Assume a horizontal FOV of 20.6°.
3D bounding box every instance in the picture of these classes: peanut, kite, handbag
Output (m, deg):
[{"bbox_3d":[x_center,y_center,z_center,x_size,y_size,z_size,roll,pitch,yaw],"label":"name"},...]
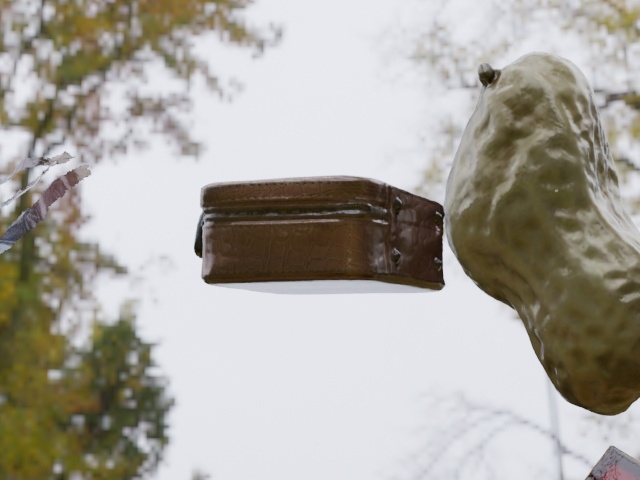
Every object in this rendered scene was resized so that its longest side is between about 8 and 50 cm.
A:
[{"bbox_3d":[0.184,0.000,1.390,0.159,0.291,0.143,-32,-19,37],"label":"peanut"},{"bbox_3d":[-0.207,0.035,0.798,0.245,0.141,0.015,-37,-68,-6],"label":"kite"},{"bbox_3d":[0.000,0.000,1.223,0.151,0.072,0.193,-2,-4,22],"label":"handbag"}]

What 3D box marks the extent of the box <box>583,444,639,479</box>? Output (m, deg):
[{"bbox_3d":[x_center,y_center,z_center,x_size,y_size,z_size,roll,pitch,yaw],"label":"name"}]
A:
[{"bbox_3d":[0.248,0.260,1.166,0.239,0.153,0.074,30,-21,36],"label":"box"}]
